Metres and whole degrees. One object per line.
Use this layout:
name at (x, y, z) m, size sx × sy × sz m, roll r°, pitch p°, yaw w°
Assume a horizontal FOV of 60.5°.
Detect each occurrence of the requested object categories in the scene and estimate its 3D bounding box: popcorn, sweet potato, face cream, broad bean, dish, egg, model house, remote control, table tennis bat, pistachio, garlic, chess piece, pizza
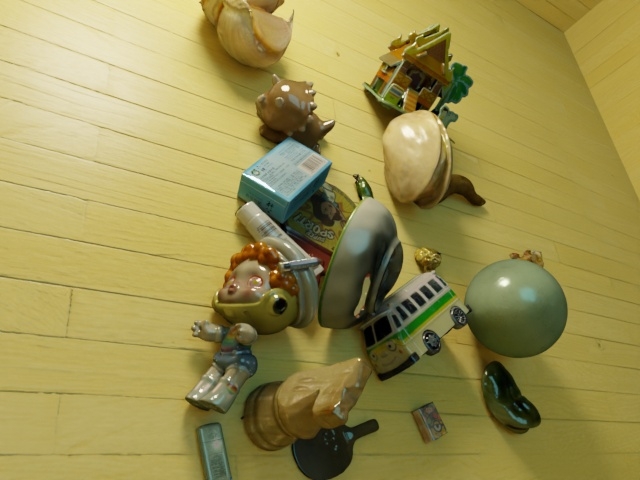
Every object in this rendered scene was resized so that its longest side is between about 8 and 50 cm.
popcorn at (0.330, 0.050, 1.638) m, size 0.084 × 0.084 × 0.084 m, roll 20°, pitch 52°, yaw -28°
sweet potato at (0.460, -0.174, 1.891) m, size 0.346 × 0.079 × 0.109 m, roll -2°, pitch 93°, yaw -40°
face cream at (-0.104, 0.007, 1.311) m, size 0.092 × 0.058 × 0.244 m, roll -39°, pitch 81°, yaw -24°
broad bean at (0.143, -0.084, 1.599) m, size 0.065 × 0.046 × 0.255 m, roll 18°, pitch 51°, yaw -41°
dish at (0.115, 0.070, 1.272) m, size 0.124 × 0.324 × 0.324 m, roll 20°, pitch 44°, yaw 15°
egg at (0.552, 0.193, 1.558) m, size 0.389 × 0.276 × 0.276 m, roll 33°, pitch 39°, yaw -58°
broad bean at (0.527, 0.447, 1.554) m, size 0.153 × 0.072 × 0.207 m, roll -12°, pitch 59°, yaw -45°
model house at (0.380, -0.542, 1.847) m, size 0.357 × 0.313 × 0.242 m, roll 24°, pitch 23°, yaw -24°
remote control at (-0.199, 0.408, 1.034) m, size 0.053 × 0.018 × 0.125 m, roll -1°, pitch 64°, yaw -37°
table tennis bat at (0.000, 0.000, 1.435) m, size 0.268 × 0.051 × 0.415 m, roll 31°, pitch 46°, yaw -16°
pistachio at (0.303, -0.253, 1.701) m, size 0.229 × 0.238 × 0.321 m, roll 12°, pitch 64°, yaw -26°
garlic at (-0.206, -0.655, 1.582) m, size 0.286 × 0.249 × 0.313 m, roll 35°, pitch 24°, yaw 7°
chess piece at (-0.022, 0.307, 1.041) m, size 0.137 × 0.301 × 0.137 m, roll 21°, pitch 52°, yaw -30°
table tennis bat at (0.038, 0.439, 1.202) m, size 0.234 × 0.022 × 0.131 m, roll -6°, pitch 66°, yaw -38°
pizza at (0.720, 0.120, 1.905) m, size 0.297 × 0.071 × 0.189 m, roll -24°, pitch 79°, yaw -45°

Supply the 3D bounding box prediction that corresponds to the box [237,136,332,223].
box at (-0.089, -0.160, 1.413) m, size 0.142 × 0.083 × 0.232 m, roll 32°, pitch 45°, yaw 10°

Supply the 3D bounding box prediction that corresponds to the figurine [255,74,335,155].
figurine at (-0.058, -0.353, 1.526) m, size 0.247 × 0.173 × 0.177 m, roll 30°, pitch 48°, yaw -19°

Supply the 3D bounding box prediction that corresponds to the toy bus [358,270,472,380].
toy bus at (0.236, 0.210, 1.416) m, size 0.305 × 0.143 × 0.179 m, roll -28°, pitch 79°, yaw -44°

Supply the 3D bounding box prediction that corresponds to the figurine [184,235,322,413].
figurine at (-0.151, 0.178, 1.149) m, size 0.205 × 0.224 × 0.382 m, roll 49°, pitch 66°, yaw -33°

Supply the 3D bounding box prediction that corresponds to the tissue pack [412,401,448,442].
tissue pack at (0.271, 0.452, 1.364) m, size 0.063 × 0.035 × 0.083 m, roll -9°, pitch 67°, yaw -41°
